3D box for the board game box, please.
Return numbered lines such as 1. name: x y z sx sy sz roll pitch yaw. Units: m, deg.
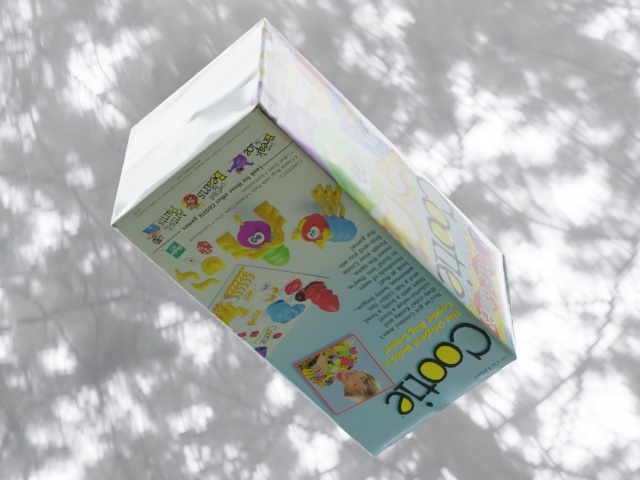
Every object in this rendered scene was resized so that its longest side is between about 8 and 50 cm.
1. board game box: 0.000 0.000 1.397 0.144 0.142 0.275 -37 -66 22
